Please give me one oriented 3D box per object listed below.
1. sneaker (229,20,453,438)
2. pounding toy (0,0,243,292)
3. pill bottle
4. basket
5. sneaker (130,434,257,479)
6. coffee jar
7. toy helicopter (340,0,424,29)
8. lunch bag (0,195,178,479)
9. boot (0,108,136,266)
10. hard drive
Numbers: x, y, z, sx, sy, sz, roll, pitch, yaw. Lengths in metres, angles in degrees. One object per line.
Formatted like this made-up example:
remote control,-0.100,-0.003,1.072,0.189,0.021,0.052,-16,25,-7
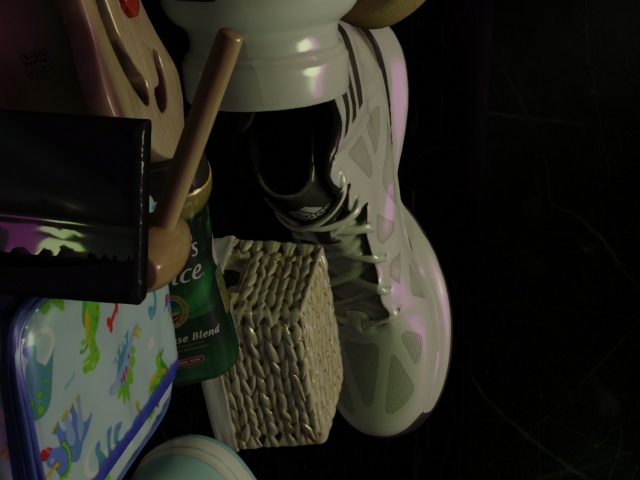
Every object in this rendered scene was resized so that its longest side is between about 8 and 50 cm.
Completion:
sneaker,-0.001,0.000,1.402,0.257,0.169,0.447,-23,105,-65
pounding toy,-0.108,-0.116,0.799,0.154,0.155,0.269,-59,135,-75
pill bottle,-0.051,-0.248,1.105,0.162,0.162,0.278,-53,142,-67
basket,-0.044,0.091,1.264,0.113,0.103,0.167,-72,157,-52
sneaker,-0.065,0.305,1.001,0.319,0.127,0.208,54,22,3
coffee jar,-0.114,0.008,0.990,0.079,0.096,0.184,-108,-171,-61
toy helicopter,0.002,-0.337,1.263,0.140,0.235,0.355,6,54,-49
lunch bag,-0.156,0.074,0.855,0.219,0.090,0.176,-57,148,-63
boot,-0.174,-0.096,0.625,0.246,0.094,0.207,10,82,-46
hard drive,-0.154,-0.019,0.732,0.022,0.135,0.094,-65,158,-76
